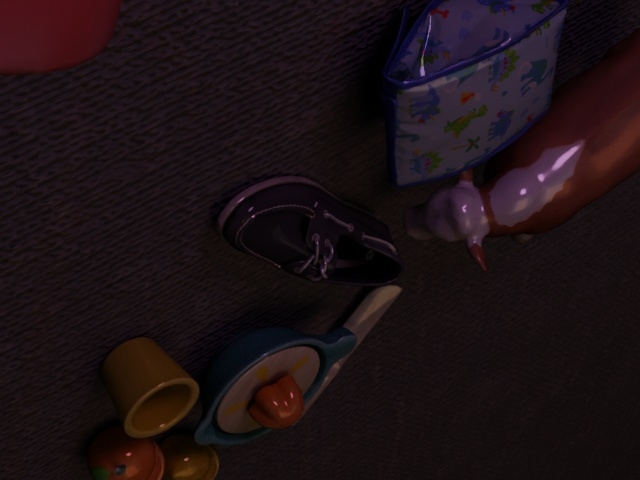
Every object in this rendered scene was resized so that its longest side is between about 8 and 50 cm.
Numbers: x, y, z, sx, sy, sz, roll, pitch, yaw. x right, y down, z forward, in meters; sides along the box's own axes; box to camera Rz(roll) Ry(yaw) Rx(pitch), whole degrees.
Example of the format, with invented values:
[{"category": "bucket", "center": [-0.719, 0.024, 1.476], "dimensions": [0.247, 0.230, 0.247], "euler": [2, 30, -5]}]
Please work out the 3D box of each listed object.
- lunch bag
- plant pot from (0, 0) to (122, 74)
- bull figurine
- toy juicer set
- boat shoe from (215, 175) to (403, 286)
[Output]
[{"category": "lunch bag", "center": [0.105, -0.122, 0.850], "dimensions": [0.151, 0.096, 0.129], "euler": [-41, 151, -20]}, {"category": "plant pot", "center": [-0.150, -0.213, 0.321], "dimensions": [0.275, 0.275, 0.243], "euler": [3, 119, -49]}, {"category": "bull figurine", "center": [0.216, -0.077, 0.980], "dimensions": [0.310, 0.101, 0.188], "euler": [-36, 174, 4]}, {"category": "toy juicer set", "center": [-0.062, 0.159, 1.022], "dimensions": [0.329, 0.089, 0.209], "euler": [-11, 138, -40]}, {"category": "boat shoe", "center": [0.000, 0.000, 0.914], "dimensions": [0.206, 0.065, 0.075], "euler": [12, 121, -53]}]
